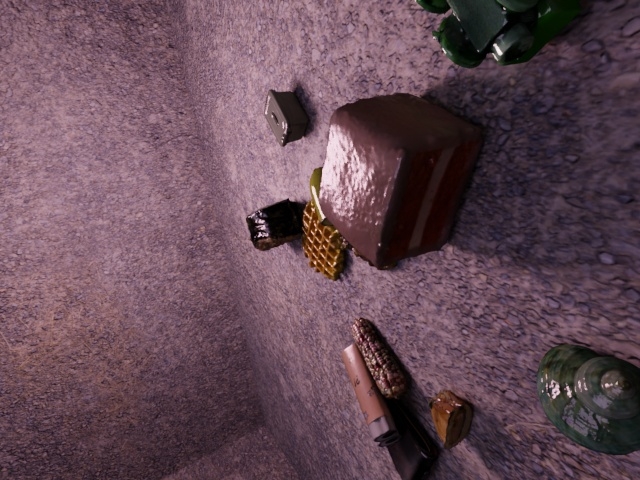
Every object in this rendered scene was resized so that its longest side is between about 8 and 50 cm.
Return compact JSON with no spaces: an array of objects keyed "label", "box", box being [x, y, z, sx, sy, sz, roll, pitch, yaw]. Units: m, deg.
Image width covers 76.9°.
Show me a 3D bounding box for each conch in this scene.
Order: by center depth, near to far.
[{"label":"conch","box":[0.442,0.250,0.654,0.188,0.121,0.176,128,145,-56]}]

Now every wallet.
[{"label":"wallet","box":[0.268,0.647,1.316,0.262,0.071,0.221,-127,30,-47]}]

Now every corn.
[{"label":"corn","box":[0.178,0.372,1.285,0.281,0.092,0.092,57,150,31]}]

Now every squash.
[{"label":"squash","box":[0.027,-0.142,1.233,0.187,0.123,0.123,68,154,16]}]

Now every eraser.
[{"label":"eraser","box":[0.161,0.499,1.307,0.171,0.087,0.291,62,-176,-49]}]

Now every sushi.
[{"label":"sushi","box":[-0.189,-0.055,1.621,0.171,0.210,0.350,68,160,-2]}]

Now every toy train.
[{"label":"toy train","box":[0.244,-0.363,0.572,0.243,0.188,0.132,67,155,13]}]

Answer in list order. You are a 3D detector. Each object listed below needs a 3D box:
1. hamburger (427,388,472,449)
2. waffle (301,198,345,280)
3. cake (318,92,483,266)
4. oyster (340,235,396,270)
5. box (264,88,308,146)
[{"label":"hamburger","box":[0.333,0.445,1.043,0.102,0.087,0.176,-123,19,-54]},{"label":"waffle","box":[-0.001,0.000,1.435,0.283,0.065,0.310,1,106,63]},{"label":"cake","box":[0.157,-0.131,0.850,0.230,0.237,0.309,43,140,40]},{"label":"oyster","box":[0.128,0.006,1.113,0.223,0.083,0.214,52,168,-11]},{"label":"box","box":[-0.114,-0.417,1.359,0.172,0.092,0.124,64,154,18]}]
